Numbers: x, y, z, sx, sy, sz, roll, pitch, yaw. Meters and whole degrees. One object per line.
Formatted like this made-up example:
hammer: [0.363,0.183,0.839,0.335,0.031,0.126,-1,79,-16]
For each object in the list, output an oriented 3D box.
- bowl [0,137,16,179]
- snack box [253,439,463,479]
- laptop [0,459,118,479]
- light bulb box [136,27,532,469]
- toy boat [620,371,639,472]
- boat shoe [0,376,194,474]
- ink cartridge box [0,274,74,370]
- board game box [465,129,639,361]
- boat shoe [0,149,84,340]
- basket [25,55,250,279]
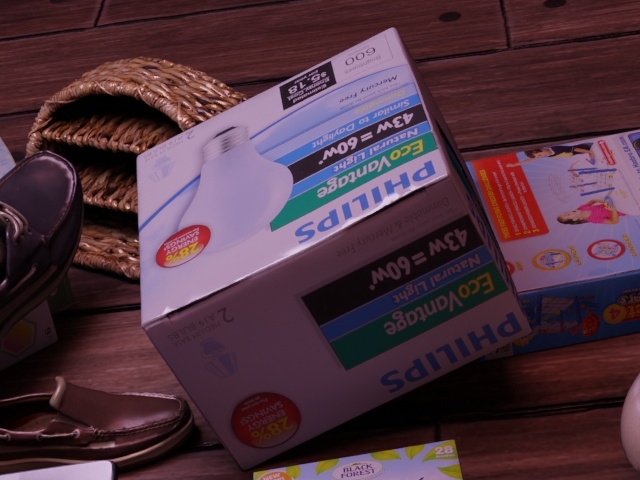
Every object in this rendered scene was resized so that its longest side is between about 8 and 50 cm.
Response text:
bowl: [-0.518,-0.030,2.050,0.156,0.289,0.289,-16,27,28]
snack box: [0.043,0.284,1.555,0.207,0.070,0.174,-8,33,2]
laptop: [-0.409,0.304,1.449,0.407,0.236,0.382,-8,42,3]
light bulb box: [0.000,0.000,1.790,0.358,0.225,0.361,-27,31,8]
toy boat: [0.449,0.183,1.554,0.318,0.148,0.267,3,29,34]
boat shoe: [-0.269,0.196,1.757,0.257,0.095,0.095,-11,32,-1]
ink cartridge box: [-0.381,0.088,1.947,0.209,0.109,0.062,-28,36,-26]
board game box: [0.302,-0.004,1.917,0.302,0.086,0.308,-11,32,0]
boat shoe: [-0.369,0.020,1.838,0.132,0.130,0.355,21,53,6]
basket: [-0.247,-0.101,2.107,0.299,0.213,0.223,13,38,33]
